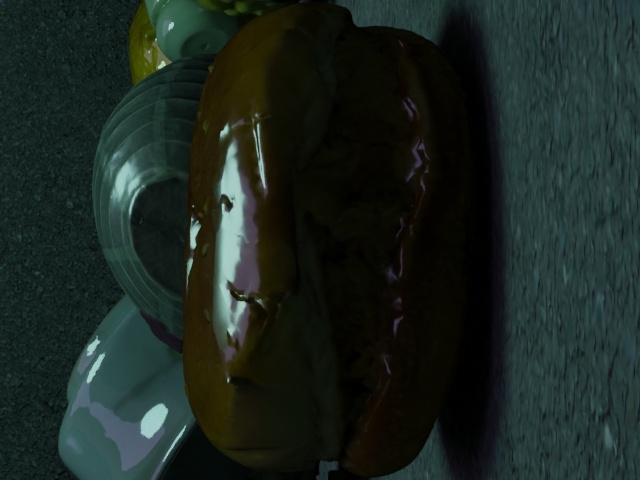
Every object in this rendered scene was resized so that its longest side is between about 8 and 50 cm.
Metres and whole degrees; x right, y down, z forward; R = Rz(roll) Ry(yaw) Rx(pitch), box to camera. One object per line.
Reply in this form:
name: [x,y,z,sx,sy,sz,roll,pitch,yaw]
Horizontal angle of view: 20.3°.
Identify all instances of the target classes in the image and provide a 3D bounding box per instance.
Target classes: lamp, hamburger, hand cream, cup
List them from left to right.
hand cream: [-0.175,-0.325,2.028,0.306,0.093,0.147,67,-175,34]
cup: [-0.138,0.141,1.779,0.347,0.163,0.347,-50,-14,-17]
lamp: [-0.051,-0.017,1.379,0.233,0.265,0.233,-46,-15,-16]
hamburger: [0.000,0.000,1.111,0.314,0.170,0.290,118,156,-84]

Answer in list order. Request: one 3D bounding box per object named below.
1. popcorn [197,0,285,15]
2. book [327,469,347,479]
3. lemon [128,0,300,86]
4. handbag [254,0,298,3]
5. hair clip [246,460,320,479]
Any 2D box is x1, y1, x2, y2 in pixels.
popcorn: [-0.086,-0.365,1.889,0.212,0.259,0.259,122,150,-54]
book: [0.019,0.378,1.861,0.161,0.026,0.231,-98,8,-57]
lemon: [-0.120,-0.228,2.162,0.288,0.233,0.233,-118,25,-54]
handbag: [-0.058,-0.308,1.283,0.190,0.193,0.252,-26,-58,-53]
hair clip: [-0.040,0.299,1.955,0.321,0.091,0.138,89,-171,-64]
